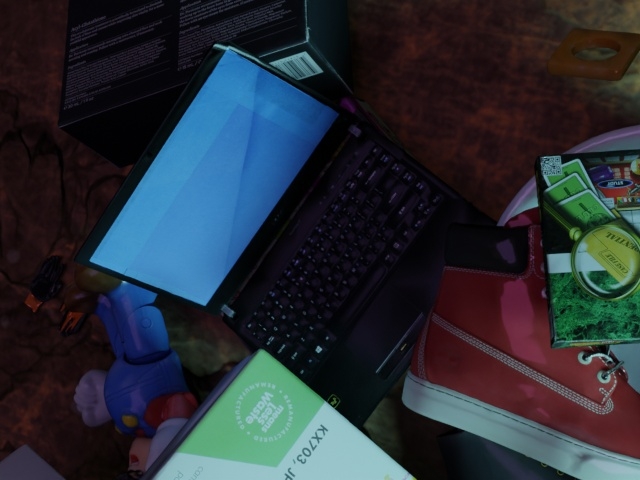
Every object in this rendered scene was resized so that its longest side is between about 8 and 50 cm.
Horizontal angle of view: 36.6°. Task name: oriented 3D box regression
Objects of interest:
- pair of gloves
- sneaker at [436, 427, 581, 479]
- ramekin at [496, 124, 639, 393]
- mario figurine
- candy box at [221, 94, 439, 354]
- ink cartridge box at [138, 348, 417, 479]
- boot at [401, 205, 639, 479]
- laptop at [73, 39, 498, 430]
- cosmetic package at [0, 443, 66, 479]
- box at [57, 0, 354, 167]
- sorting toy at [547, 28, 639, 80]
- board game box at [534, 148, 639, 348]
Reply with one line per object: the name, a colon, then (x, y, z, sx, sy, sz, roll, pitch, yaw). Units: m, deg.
pair of gloves: (-0.288, 0.061, 1.075, 0.083, 0.010, 0.074, 35, 105, 21)
sneaker: (0.207, 0.200, 0.836, 0.222, 0.083, 0.118, -18, 84, 23)
ramekin: (0.276, 0.049, 0.776, 0.277, 0.135, 0.277, 1, 92, 22)
mario figurine: (-0.183, 0.175, 0.942, 0.170, 0.198, 0.320, -26, 77, 8)
candy box: (0.000, 0.000, 0.922, 0.233, 0.071, 0.159, -42, 77, 17)
ink cartridge box: (0.012, 0.282, 0.778, 0.353, 0.119, 0.207, 41, 63, -3)
boot: (0.190, 0.071, 0.694, 0.244, 0.088, 0.176, 18, 96, 24)
laptop: (-0.025, 0.006, 0.820, 0.264, 0.137, 0.234, 40, 106, 17)
cosmetic package: (-0.194, 0.411, 0.932, 0.377, 0.097, 0.284, 36, 137, 17)
box: (-0.109, -0.198, 0.915, 0.261, 0.103, 0.184, -14, 64, 22)
sorting toy: (0.343, -0.145, 0.718, 0.348, 0.196, 0.047, 3, 130, 22)
board game box: (0.282, 0.000, 0.656, 0.260, 0.030, 0.136, -4, 77, 6)
